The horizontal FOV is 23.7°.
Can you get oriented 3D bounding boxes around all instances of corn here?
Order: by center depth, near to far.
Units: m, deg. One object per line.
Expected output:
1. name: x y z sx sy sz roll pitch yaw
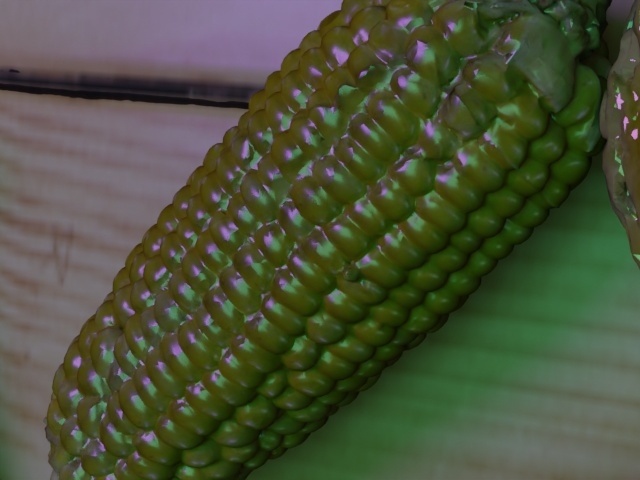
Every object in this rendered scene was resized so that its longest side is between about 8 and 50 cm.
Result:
1. corn: 0.000 0.000 0.661 0.347 0.130 0.130 -46 74 23

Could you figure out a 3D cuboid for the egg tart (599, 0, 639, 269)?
1. egg tart: 0.247 -0.044 0.550 0.295 0.116 0.294 1 92 22
